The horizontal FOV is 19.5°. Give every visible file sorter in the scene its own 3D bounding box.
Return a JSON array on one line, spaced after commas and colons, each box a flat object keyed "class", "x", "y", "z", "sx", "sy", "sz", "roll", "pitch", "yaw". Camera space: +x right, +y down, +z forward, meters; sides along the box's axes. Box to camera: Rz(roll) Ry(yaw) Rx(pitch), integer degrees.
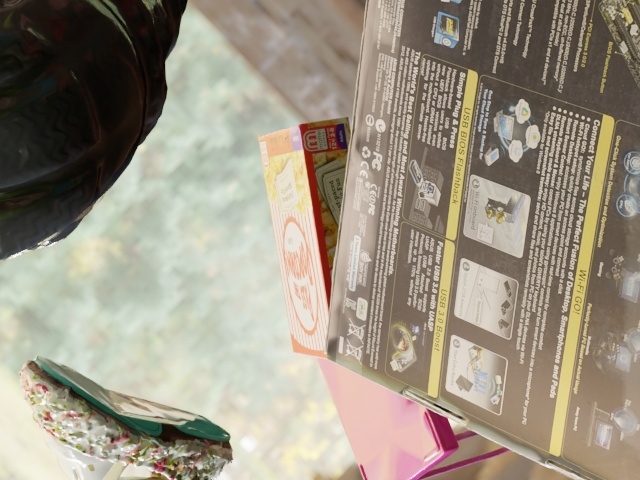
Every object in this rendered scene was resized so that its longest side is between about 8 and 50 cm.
[{"class": "file sorter", "x": 0.115, "y": 0.094, "z": 1.967, "sx": 0.182, "sy": 0.290, "sz": 0.202, "roll": -14, "pitch": 163, "yaw": -24}]

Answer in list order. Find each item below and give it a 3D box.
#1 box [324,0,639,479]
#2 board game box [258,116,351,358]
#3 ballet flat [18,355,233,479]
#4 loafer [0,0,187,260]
[{"class": "box", "x": 0.162, "y": -0.058, "z": 1.129, "sx": 0.318, "sy": 0.394, "sz": 0.097, "roll": 24, "pitch": -153, "yaw": 39}, {"class": "board game box", "x": 0.000, "y": 0.000, "z": 1.554, "sx": 0.045, "sy": 0.193, "sz": 0.147, "roll": -10, "pitch": -179, "yaw": -15}, {"class": "ballet flat", "x": -0.148, "y": 0.153, "z": 1.387, "sx": 0.091, "sy": 0.241, "sz": 0.077, "roll": 33, "pitch": -88, "yaw": 37}, {"class": "loafer", "x": -0.132, "y": -0.035, "z": 0.384, "sx": 0.223, "sy": 0.076, "sz": 0.078, "roll": 2, "pitch": -147, "yaw": 23}]
